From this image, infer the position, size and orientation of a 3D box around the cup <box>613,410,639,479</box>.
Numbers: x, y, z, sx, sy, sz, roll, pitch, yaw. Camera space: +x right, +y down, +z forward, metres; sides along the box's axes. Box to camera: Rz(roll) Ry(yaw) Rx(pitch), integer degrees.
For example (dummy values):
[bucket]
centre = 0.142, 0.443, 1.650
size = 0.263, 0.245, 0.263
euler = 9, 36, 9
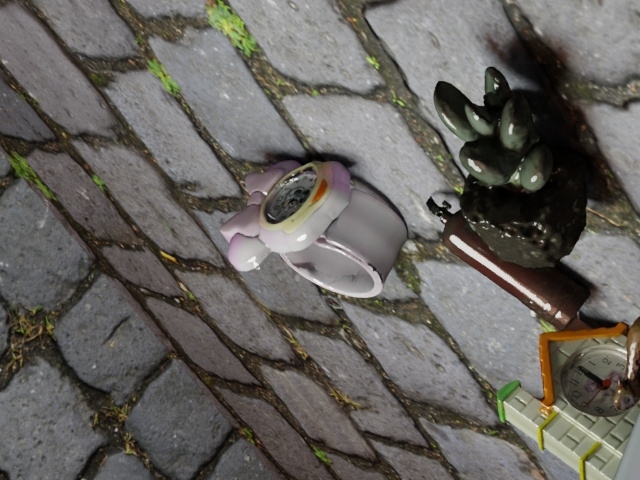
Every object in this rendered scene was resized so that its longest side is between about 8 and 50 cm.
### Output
[cup]
centre = 0.487, 0.299, 1.718
size = 0.253, 0.371, 0.253
euler = 15, -168, -3

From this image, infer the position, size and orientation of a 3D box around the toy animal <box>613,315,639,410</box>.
[toy animal]
centre = 0.443, 0.147, 1.824
size = 0.089, 0.179, 0.188
euler = 22, 177, 41

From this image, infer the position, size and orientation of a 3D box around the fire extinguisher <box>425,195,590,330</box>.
[fire extinguisher]
centre = 0.254, 0.022, 2.012
size = 0.268, 0.072, 0.089
euler = 36, -167, 8

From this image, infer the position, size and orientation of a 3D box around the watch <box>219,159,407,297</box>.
[watch]
centre = 0.000, 0.000, 2.221
size = 0.248, 0.210, 0.217
euler = -5, 139, 48

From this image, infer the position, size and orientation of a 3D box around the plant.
[plant]
centre = 0.238, -0.093, 1.733
size = 0.146, 0.149, 0.274
euler = 3, 142, 32

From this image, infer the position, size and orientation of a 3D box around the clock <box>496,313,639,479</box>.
[clock]
centre = 0.399, 0.220, 1.969
size = 0.255, 0.220, 0.106
euler = 35, 157, 32
